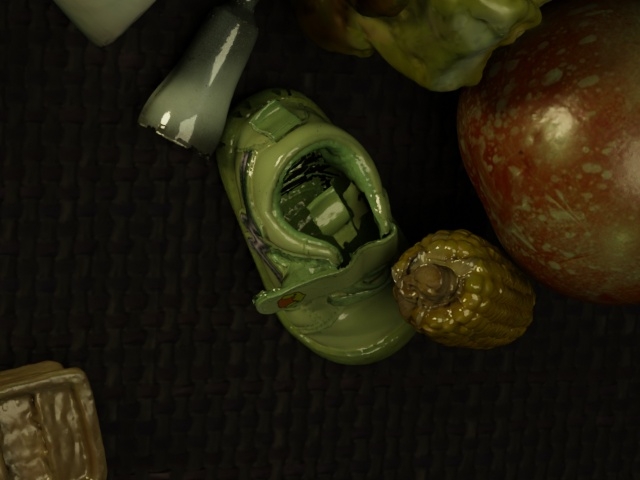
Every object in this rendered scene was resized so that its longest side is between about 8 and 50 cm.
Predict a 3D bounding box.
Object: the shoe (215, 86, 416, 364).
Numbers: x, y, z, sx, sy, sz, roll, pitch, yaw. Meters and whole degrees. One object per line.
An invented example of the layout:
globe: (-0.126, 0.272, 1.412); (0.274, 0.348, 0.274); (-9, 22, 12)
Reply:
shoe: (-0.003, -0.001, 1.614); (0.140, 0.128, 0.262); (-27, 109, 0)

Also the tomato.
tomato: (0.255, -0.085, 1.606); (0.270, 0.222, 0.270); (22, 54, -35)

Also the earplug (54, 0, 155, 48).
earplug: (-0.238, -0.308, 1.415); (0.324, 0.185, 0.185); (35, 88, -18)

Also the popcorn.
popcorn: (0.088, -0.294, 1.480); (0.312, 0.312, 0.312); (-6, 105, -21)

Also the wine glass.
wine glass: (-0.082, -0.147, 1.561); (0.072, 0.072, 0.155); (28, 90, -26)

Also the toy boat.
toy boat: (-0.274, 0.170, 1.564); (0.188, 0.061, 0.116); (-16, 110, -18)

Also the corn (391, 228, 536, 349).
corn: (0.125, 0.046, 1.619); (0.097, 0.097, 0.261); (-63, 159, 1)
